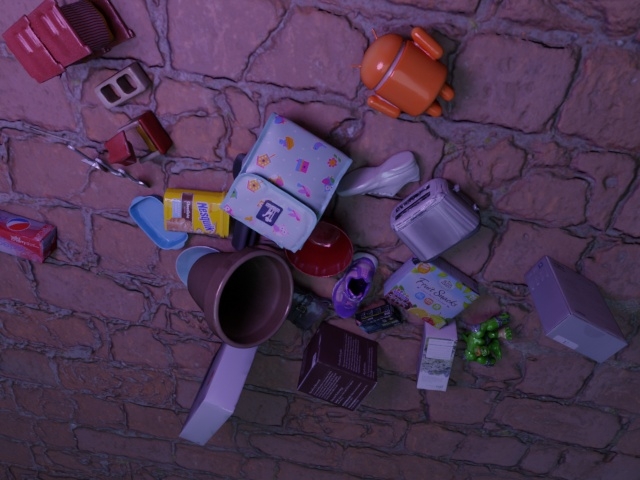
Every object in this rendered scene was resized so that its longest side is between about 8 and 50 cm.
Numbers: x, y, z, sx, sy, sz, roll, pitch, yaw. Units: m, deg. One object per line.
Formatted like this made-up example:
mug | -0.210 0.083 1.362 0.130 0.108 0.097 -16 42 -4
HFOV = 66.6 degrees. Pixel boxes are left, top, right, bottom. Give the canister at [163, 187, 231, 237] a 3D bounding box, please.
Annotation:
canister | -0.326 -0.075 1.303 0.169 0.073 0.126 4 121 -7

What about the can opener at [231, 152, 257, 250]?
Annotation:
can opener | -0.193 -0.100 1.300 0.093 0.074 0.280 34 128 26

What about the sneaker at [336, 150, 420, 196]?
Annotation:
sneaker | 0.146 -0.140 1.217 0.212 0.080 0.094 -19 132 18

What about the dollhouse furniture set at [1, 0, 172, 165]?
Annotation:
dollhouse furniture set | -0.465 -0.337 1.080 0.152 0.201 0.374 -20 119 19

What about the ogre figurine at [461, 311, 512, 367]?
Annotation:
ogre figurine | 0.496 0.307 1.471 0.118 0.097 0.197 -3 142 -11

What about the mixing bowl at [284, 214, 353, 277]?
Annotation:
mixing bowl | 0.000 0.000 1.315 0.181 0.098 0.181 3 124 5

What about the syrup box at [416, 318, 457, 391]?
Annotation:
syrup box | 0.358 0.355 1.515 0.093 0.096 0.237 5 126 7

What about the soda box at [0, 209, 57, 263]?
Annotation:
soda box | -0.925 -0.024 1.432 0.263 0.083 0.092 18 125 -4

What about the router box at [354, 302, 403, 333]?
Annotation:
router box | 0.177 0.238 1.474 0.122 0.038 0.092 -22 144 22

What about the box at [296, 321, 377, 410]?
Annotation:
box | 0.057 0.398 1.542 0.203 0.168 0.167 23 125 -8

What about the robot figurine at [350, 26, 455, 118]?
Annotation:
robot figurine | 0.178 -0.350 1.030 0.219 0.128 0.158 28 158 -12

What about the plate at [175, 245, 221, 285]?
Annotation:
plate | -0.341 0.088 1.468 0.188 0.024 0.188 4 125 6

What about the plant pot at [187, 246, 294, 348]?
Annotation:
plant pot | -0.240 0.128 1.314 0.229 0.263 0.263 18 135 41

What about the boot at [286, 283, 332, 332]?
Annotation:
boot | -0.123 0.211 1.484 0.229 0.091 0.263 40 118 -18

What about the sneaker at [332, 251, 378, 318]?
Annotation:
sneaker | 0.092 0.148 1.403 0.095 0.105 0.236 16 126 -5

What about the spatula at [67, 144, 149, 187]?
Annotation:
spatula | -0.526 -0.177 1.207 0.168 0.242 0.019 26 85 -7

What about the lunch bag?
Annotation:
lunch bag | -0.086 -0.130 1.146 0.223 0.160 0.262 30 89 -12

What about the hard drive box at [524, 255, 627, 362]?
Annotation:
hard drive box | 0.653 0.173 1.266 0.181 0.232 0.089 27 124 -10

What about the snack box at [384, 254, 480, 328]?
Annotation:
snack box | 0.314 0.138 1.386 0.207 0.070 0.174 32 123 -16

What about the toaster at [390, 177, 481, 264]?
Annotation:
toaster | 0.278 -0.049 1.229 0.146 0.129 0.227 43 122 -16

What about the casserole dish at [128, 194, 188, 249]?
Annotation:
casserole dish | -0.451 -0.055 1.375 0.114 0.037 0.188 -24 118 23

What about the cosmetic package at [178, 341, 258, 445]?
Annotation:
cosmetic package | -0.305 0.435 1.497 0.097 0.284 0.377 24 138 -10
